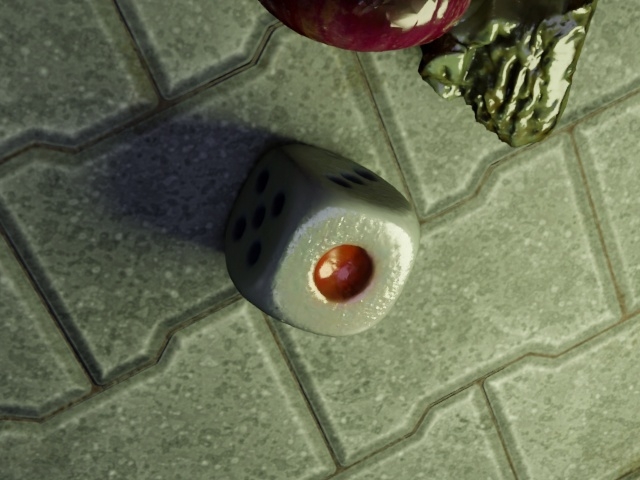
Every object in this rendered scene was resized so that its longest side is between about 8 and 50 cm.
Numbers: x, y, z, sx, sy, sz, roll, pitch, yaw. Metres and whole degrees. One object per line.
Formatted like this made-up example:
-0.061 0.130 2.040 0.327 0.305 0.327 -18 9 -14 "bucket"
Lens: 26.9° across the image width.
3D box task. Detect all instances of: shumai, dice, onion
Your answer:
0.229 -0.255 1.701 0.218 0.189 0.256 10 122 -2 "shumai"
0.000 0.000 1.714 0.193 0.192 0.194 17 108 -26 "dice"
0.046 -0.328 1.539 0.256 0.230 0.272 -21 127 -9 "onion"
